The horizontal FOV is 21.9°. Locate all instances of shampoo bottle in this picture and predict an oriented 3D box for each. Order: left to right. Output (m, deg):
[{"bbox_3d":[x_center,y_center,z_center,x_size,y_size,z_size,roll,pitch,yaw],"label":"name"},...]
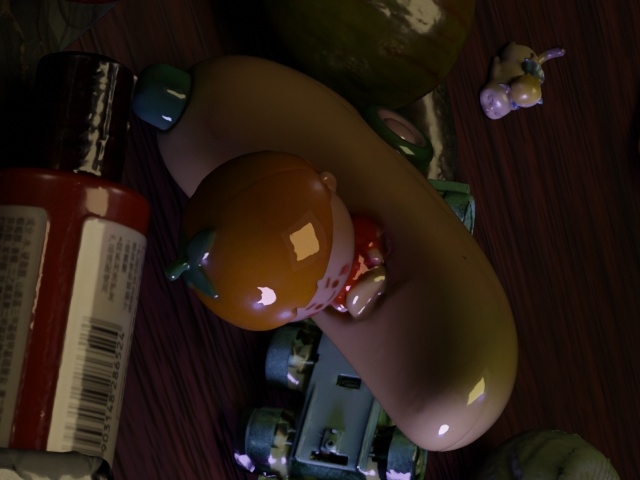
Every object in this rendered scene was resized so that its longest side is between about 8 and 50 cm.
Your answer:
[{"bbox_3d":[-0.157,0.026,0.965,0.104,0.104,0.278,21,72,-48],"label":"shampoo bottle"}]

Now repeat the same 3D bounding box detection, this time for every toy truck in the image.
[{"bbox_3d":[0.035,0.079,1.207,0.135,0.128,0.259,62,38,-65],"label":"toy truck"}]

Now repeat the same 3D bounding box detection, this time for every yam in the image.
[{"bbox_3d":[0.068,-0.147,1.287,0.061,0.061,0.274,-10,95,-50],"label":"yam"}]

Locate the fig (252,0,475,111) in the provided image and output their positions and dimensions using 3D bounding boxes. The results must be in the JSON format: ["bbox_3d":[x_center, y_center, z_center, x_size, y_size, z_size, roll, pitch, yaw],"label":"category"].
[{"bbox_3d":[-0.001,-0.188,1.136,0.259,0.151,0.151,29,66,-45],"label":"fig"}]

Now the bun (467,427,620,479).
[{"bbox_3d":[0.168,0.266,1.350,0.221,0.108,0.221,-5,96,-58],"label":"bun"}]

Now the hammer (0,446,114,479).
[{"bbox_3d":[-0.289,0.106,0.779,0.427,0.044,0.152,16,72,-33],"label":"hammer"}]

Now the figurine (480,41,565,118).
[{"bbox_3d":[0.174,-0.140,1.421,0.047,0.050,0.083,51,51,-29],"label":"figurine"}]

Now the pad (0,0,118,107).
[{"bbox_3d":[-0.202,-0.229,1.002,0.367,0.007,0.247,-51,125,-39],"label":"pad"}]

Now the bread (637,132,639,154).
[{"bbox_3d":[0.378,-0.133,1.646,0.116,0.077,0.200,42,59,-43],"label":"bread"}]

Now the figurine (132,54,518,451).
[{"bbox_3d":[0.000,0.000,1.028,0.222,0.324,0.124,14,121,-47],"label":"figurine"}]

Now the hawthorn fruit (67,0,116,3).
[{"bbox_3d":[-0.154,-0.229,0.934,0.200,0.179,0.179,10,80,-30],"label":"hawthorn fruit"}]
